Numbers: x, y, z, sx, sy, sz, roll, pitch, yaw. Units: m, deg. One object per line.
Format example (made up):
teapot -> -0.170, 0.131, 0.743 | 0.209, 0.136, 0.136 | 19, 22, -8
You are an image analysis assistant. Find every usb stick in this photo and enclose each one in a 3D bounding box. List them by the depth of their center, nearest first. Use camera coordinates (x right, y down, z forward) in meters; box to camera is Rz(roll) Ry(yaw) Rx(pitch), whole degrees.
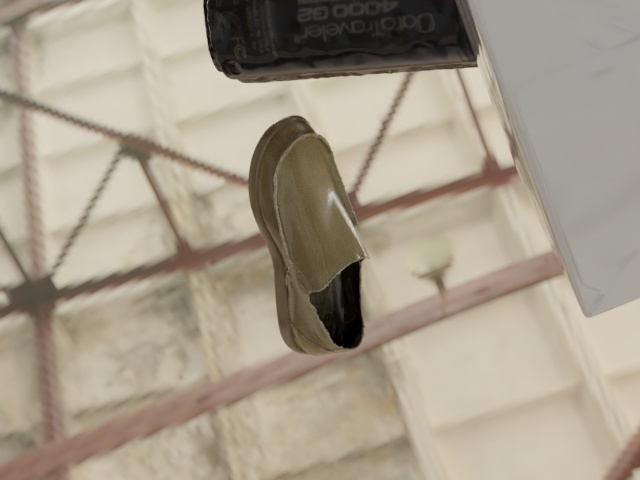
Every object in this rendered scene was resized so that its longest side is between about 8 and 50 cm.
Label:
usb stick -> 0.044, -0.136, 1.113 | 0.278, 0.077, 0.045 | 0, -170, 39

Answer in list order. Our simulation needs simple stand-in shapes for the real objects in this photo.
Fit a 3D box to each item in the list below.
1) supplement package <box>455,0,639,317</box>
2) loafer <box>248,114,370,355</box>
supplement package -> 0.200, -0.122, 0.886 | 0.262, 0.204, 0.145 | -22, -154, 3
loafer -> 0.000, 0.000, 1.051 | 0.050, 0.148, 0.056 | 18, -140, 43
